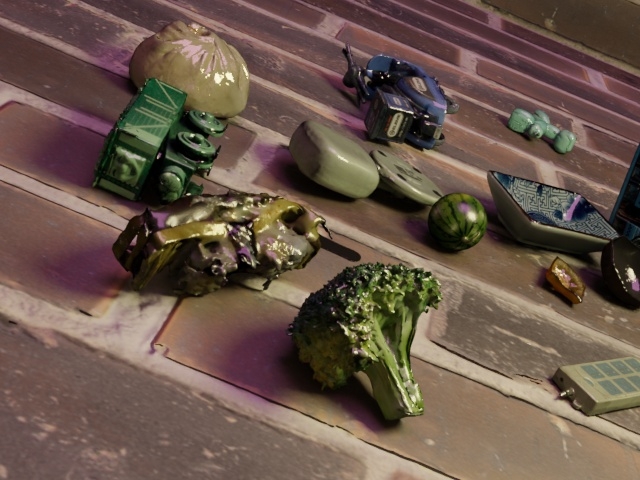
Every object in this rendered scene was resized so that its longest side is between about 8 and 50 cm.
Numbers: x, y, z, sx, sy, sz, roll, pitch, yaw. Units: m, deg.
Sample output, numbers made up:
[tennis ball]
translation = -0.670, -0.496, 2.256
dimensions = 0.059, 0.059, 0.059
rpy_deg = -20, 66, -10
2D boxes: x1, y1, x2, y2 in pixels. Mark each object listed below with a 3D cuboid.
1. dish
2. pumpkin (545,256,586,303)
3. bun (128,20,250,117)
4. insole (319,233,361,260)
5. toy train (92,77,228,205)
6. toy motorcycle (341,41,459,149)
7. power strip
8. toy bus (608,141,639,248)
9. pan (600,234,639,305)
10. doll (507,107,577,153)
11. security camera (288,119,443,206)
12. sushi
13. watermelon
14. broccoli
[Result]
[dish]
translation = 0.424, -0.034, 1.674
dimensions = 0.243, 0.080, 0.182
rpy_deg = 12, 30, -28
[pumpkin]
translation = 0.416, 0.072, 1.533
dimensions = 0.073, 0.035, 0.101
rpy_deg = 40, 26, 7
[bun]
translation = -0.227, -0.318, 1.627
dimensions = 0.231, 0.133, 0.231
rpy_deg = 16, 27, -9
[insole]
translation = 0.000, 0.000, 1.369
dimensions = 0.135, 0.002, 0.045
rpy_deg = 24, 28, 2
[toy train]
translation = -0.227, -0.146, 1.335
dimensions = 0.154, 0.115, 0.269
rpy_deg = 25, 27, -9
[toy motorcycle]
translation = 0.162, -0.314, 1.931
dimensions = 0.213, 0.125, 0.358
rpy_deg = 12, 29, -17
[power strip]
translation = 0.416, 0.206, 1.291
dimensions = 0.227, 0.029, 0.080
rpy_deg = 0, 35, -38
[toy bus]
translation = 0.638, -0.064, 1.723
dimensions = 0.113, 0.246, 0.134
rpy_deg = 5, 21, -31
[pan]
translation = 0.569, 0.077, 1.613
dimensions = 0.202, 0.048, 0.128
rpy_deg = 33, 50, -24
[doll]
translation = 0.562, -0.270, 2.231
dimensions = 0.159, 0.059, 0.158
rpy_deg = 2, 32, -38
[security camera]
translation = 0.084, -0.115, 1.568
dimensions = 0.301, 0.080, 0.157
rpy_deg = 18, 24, -33
[sushi]
translation = -0.124, 0.013, 1.143
dimensions = 0.291, 0.139, 0.131
rpy_deg = -11, 62, -46
[watermelon]
translation = 0.228, -0.027, 1.498
dimensions = 0.109, 0.109, 0.109
rpy_deg = 18, 27, -10
[broccoli]
translation = 0.066, 0.122, 1.058
dimensions = 0.194, 0.194, 0.220
rpy_deg = 35, 6, 22
